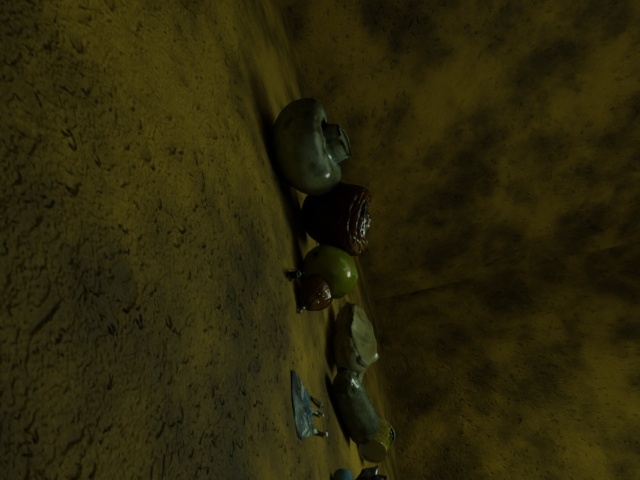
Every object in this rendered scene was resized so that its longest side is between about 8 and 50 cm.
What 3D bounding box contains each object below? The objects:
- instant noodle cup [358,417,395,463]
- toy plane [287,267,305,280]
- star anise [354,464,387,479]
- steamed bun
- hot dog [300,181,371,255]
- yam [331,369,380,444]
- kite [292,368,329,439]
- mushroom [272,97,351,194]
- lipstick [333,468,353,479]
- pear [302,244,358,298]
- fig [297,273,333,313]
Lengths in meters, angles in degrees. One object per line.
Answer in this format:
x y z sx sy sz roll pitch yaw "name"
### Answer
0.220 0.813 2.035 0.122 0.151 0.152 -52 128 -67 "instant noodle cup"
-0.075 0.103 1.551 0.120 0.049 0.031 -179 -104 -81 "toy plane"
0.120 0.775 1.448 0.236 0.108 0.223 -87 -163 -57 "star anise"
0.132 0.442 2.031 0.247 0.189 0.428 43 17 -14 "steamed bun"
0.069 -0.083 1.881 0.387 0.174 0.267 21 -77 60 "hot dog"
0.123 0.588 1.798 0.133 0.133 0.330 -90 162 -58 "yam"
-0.027 0.479 1.382 0.310 0.015 0.169 61 18 -53 "kite"
-0.034 -0.333 1.798 0.352 0.260 0.352 -15 90 -77 "mushroom"
0.060 0.738 1.353 0.274 0.061 0.068 -81 180 -70 "lipstick"
0.030 0.112 1.748 0.198 0.198 0.198 -14 90 -81 "pear"
-0.032 0.186 1.615 0.119 0.153 0.119 39 -24 21 "fig"
